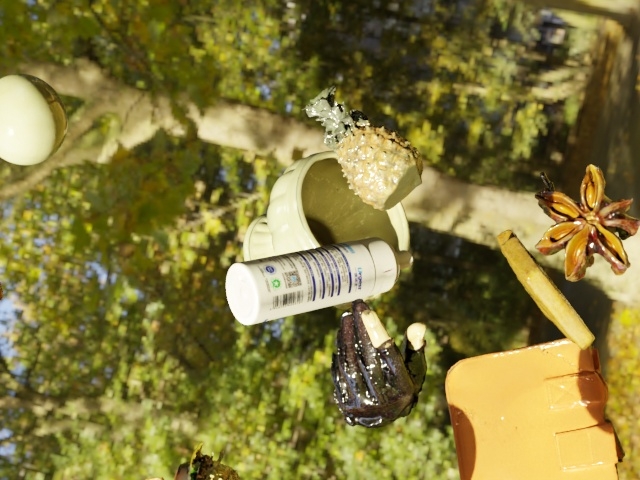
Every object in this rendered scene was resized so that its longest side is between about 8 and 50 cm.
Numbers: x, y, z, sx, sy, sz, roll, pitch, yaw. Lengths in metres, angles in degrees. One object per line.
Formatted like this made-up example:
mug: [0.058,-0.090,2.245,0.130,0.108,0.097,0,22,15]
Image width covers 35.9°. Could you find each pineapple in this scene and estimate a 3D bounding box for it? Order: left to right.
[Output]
pineapple: [0.051,-0.134,1.365,0.108,0.198,0.108,-39,-18,-15]

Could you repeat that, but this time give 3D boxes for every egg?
egg: [-0.666,-0.276,2.212,0.254,0.188,0.189,-124,31,-50]

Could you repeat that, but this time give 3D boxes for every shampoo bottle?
shampoo bottle: [0.011,0.052,1.465,0.303,0.092,0.092,-11,-60,-34]

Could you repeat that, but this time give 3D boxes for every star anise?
star anise: [0.510,-0.027,1.869,0.125,0.190,0.220,28,-116,-56]

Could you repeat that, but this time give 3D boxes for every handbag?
handbag: [0.400,0.395,1.806,0.116,0.303,0.410,40,-140,-60]

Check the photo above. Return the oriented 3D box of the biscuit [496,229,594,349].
biscuit: [0.296,0.061,1.333,0.034,0.182,0.215,-38,12,10]

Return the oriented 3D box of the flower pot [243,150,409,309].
flower pot: [0.000,0.000,1.934,0.244,0.307,0.308,-34,28,46]

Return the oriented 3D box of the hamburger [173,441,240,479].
hamburger: [-0.205,0.503,1.801,0.243,0.138,0.262,97,178,-52]

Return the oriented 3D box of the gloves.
gloves: [0.071,0.160,1.273,0.181,0.129,0.106,70,-151,-49]

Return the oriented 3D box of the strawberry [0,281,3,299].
strawberry: [-0.596,0.077,1.646,0.145,0.086,0.145,-6,-79,-36]

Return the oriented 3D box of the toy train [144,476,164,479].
toy train: [-0.246,0.412,1.315,0.074,0.118,0.176,65,-169,-63]
